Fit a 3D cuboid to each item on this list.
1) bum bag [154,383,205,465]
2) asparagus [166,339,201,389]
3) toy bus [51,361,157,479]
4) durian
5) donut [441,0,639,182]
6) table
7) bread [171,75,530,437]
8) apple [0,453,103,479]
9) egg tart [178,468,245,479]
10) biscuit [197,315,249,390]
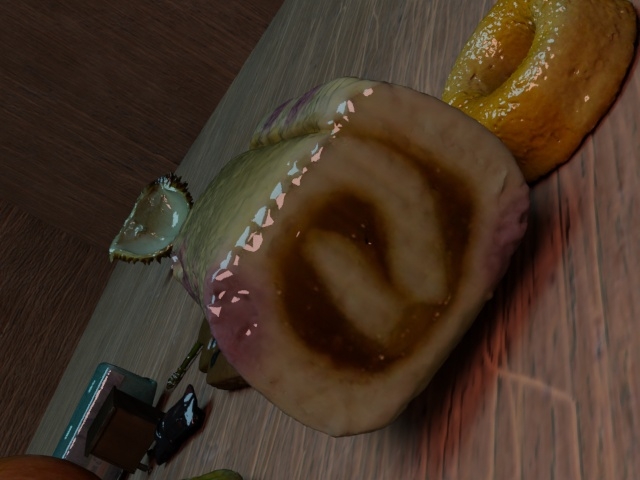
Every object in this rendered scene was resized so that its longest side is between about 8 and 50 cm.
[{"bbox_3d":[-0.162,0.207,1.015,0.124,0.034,0.058,-49,32,42],"label":"bum bag"},{"bbox_3d":[-0.165,0.144,1.196,0.166,0.013,0.016,-53,5,27],"label":"asparagus"},{"bbox_3d":[-0.310,0.298,1.220,0.091,0.109,0.261,-9,54,65],"label":"toy bus"},{"bbox_3d":[-0.339,-0.036,1.909,0.252,0.139,0.144,-65,19,-17],"label":"durian"},{"bbox_3d":[0.129,-0.104,0.565,0.152,0.058,0.152,-53,18,26],"label":"donut"},{"bbox_3d":[-0.237,0.239,1.115,0.070,0.082,0.083,-60,14,1],"label":"table"},{"bbox_3d":[0.000,0.000,0.610,0.187,0.155,0.338,-53,11,-4],"label":"bread"},{"bbox_3d":[-0.281,0.331,0.800,0.251,0.206,0.271,-103,35,-77],"label":"apple"},{"bbox_3d":[-0.123,0.256,0.696,0.197,0.078,0.197,-53,15,20],"label":"egg tart"},{"bbox_3d":[-0.071,0.052,0.981,0.278,0.043,0.301,-56,15,19],"label":"biscuit"}]
